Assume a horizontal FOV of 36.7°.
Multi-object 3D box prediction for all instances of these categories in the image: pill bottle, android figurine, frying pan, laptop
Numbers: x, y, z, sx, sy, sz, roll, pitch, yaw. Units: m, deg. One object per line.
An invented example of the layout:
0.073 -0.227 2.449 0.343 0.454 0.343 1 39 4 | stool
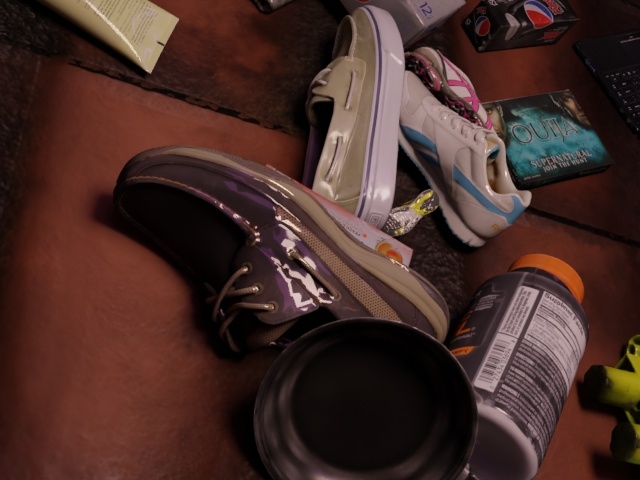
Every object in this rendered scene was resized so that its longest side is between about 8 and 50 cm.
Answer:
0.195 0.121 0.984 0.130 0.130 0.246 39 49 -3 | pill bottle
0.430 0.212 1.079 0.272 0.056 0.248 15 35 -19 | android figurine
0.102 0.171 0.859 0.326 0.197 0.053 13 15 -3 | frying pan
0.553 -0.243 1.423 0.234 0.136 0.264 -18 70 -37 | laptop

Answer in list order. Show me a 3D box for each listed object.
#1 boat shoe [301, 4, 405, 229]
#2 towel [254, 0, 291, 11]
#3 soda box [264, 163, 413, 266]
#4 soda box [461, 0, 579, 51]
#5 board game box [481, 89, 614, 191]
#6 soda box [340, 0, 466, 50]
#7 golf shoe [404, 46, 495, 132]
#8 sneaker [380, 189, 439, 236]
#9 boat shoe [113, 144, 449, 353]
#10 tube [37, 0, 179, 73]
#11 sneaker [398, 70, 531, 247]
0.032 -0.150 1.084 0.094 0.109 0.302 14 57 -20 | boat shoe
-0.086 -0.464 1.263 0.324 0.056 0.312 46 52 1 | towel
0.000 0.000 0.993 0.183 0.063 0.058 30 50 -9 | soda box
0.284 -0.309 1.360 0.169 0.060 0.053 -14 69 -36 | soda box
0.293 -0.135 1.275 0.186 0.026 0.126 -14 69 -36 | board game box
0.049 -0.372 1.196 0.098 0.091 0.286 -36 91 -39 | soda box
0.175 -0.169 1.202 0.086 0.067 0.186 -24 74 -40 | golf shoe
0.097 -0.027 1.090 0.083 0.035 0.031 -29 88 -18 | sneaker
-0.038 0.038 0.903 0.355 0.132 0.130 29 50 -9 | boat shoe
-0.269 -0.269 1.022 0.240 0.062 0.070 29 94 -17 | tube
0.158 -0.110 1.124 0.087 0.092 0.229 -16 71 -56 | sneaker
